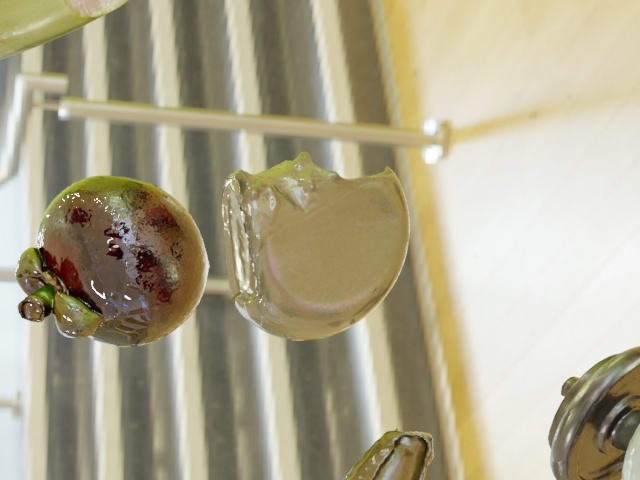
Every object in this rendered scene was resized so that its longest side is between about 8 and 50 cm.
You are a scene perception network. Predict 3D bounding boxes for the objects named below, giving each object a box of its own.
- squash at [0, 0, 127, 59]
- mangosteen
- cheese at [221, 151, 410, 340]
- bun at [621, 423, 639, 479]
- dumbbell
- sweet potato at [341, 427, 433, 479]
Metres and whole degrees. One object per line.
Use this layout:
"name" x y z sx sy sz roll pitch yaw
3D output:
"squash" -0.260 -0.193 1.176 0.250 0.083 0.083 -8 77 43
"mangosteen" -0.240 0.033 1.659 0.216 0.216 0.216 -177 90 -72
"cheese" 0.000 0.000 1.319 0.091 0.202 0.175 6 111 53
"bun" 0.211 0.125 0.654 0.083 0.141 0.141 60 -166 -50
"dumbbell" 0.363 0.228 1.489 0.290 0.192 0.192 39 126 40
"sweet potato" 0.019 0.269 1.014 0.085 0.112 0.286 133 155 -66
